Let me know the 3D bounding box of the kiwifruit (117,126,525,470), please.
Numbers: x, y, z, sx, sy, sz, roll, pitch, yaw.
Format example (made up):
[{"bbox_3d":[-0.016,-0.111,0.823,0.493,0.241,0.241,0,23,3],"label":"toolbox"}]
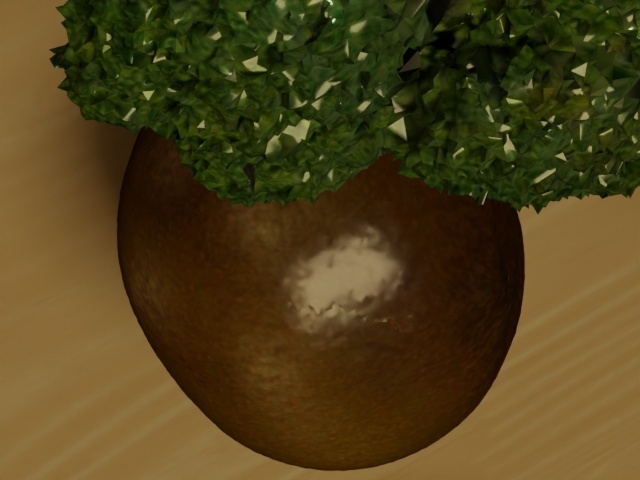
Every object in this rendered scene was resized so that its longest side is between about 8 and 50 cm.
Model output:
[{"bbox_3d":[0.000,0.000,0.864,0.196,0.196,0.234,-29,135,-4],"label":"kiwifruit"}]

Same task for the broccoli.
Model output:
[{"bbox_3d":[0.092,-0.169,0.668,0.321,0.310,0.413,36,77,-24],"label":"broccoli"}]
